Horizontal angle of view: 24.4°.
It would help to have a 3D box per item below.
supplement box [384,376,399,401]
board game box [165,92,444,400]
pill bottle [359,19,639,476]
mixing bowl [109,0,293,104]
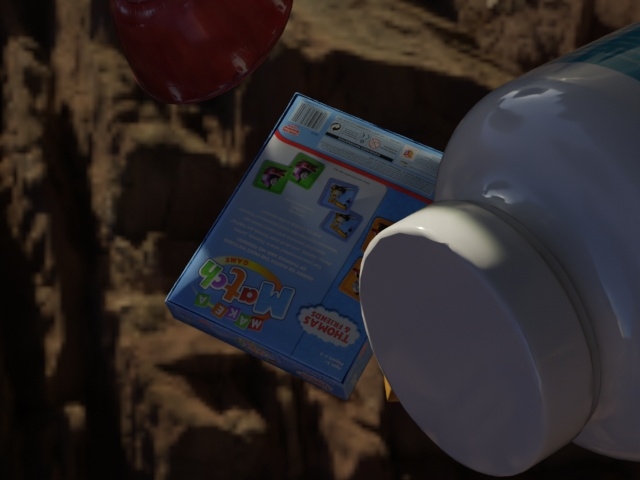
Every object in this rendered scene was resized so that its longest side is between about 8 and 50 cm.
[{"bbox_3d":[0.177,0.106,1.368,0.078,0.233,0.080,100,172,-52],"label":"supplement box"},{"bbox_3d":[0.000,0.000,1.167,0.211,0.160,0.039,-59,-19,-22],"label":"board game box"},{"bbox_3d":[0.144,-0.014,0.545,0.146,0.264,0.146,39,143,38],"label":"pill bottle"},{"bbox_3d":[-0.125,-0.226,1.352,0.098,0.181,0.181,44,-152,-50],"label":"mixing bowl"}]
